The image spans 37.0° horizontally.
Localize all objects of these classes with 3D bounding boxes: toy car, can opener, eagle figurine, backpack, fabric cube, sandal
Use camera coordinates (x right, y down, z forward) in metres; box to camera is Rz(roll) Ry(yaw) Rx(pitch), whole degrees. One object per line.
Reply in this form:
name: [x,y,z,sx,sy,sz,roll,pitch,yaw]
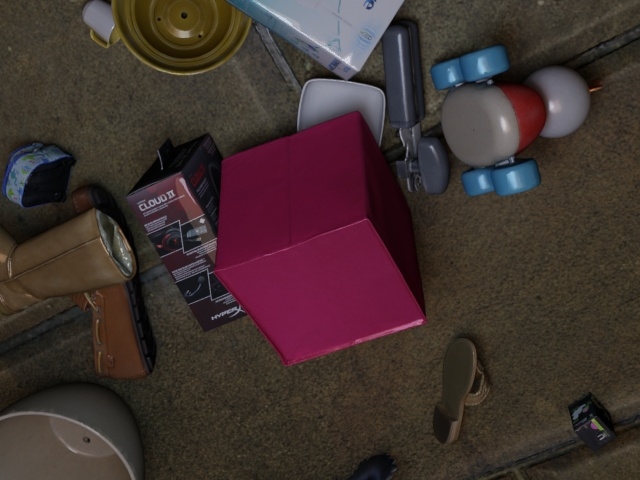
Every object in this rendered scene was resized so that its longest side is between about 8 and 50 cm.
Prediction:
toy car: [0.329,-0.207,1.502,0.238,0.210,0.219,-19,97,-15]
can opener: [0.162,-0.211,1.546,0.095,0.076,0.283,5,115,27]
eagle figurine: [0.029,0.554,1.813,0.298,0.225,0.226,-14,115,9]
backpack: [-0.497,-0.112,1.656,0.084,0.114,0.105,30,116,16]
fabric cube: [0.000,0.000,1.524,0.259,0.258,0.254,-18,133,15]
sandal: [0.272,0.270,1.757,0.079,0.088,0.240,-5,124,-25]

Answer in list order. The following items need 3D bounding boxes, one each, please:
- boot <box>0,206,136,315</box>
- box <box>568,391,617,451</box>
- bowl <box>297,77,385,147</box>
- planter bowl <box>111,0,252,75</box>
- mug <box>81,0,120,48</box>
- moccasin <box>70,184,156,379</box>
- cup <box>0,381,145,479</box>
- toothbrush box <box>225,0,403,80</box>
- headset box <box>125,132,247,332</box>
boot: [-0.467,-0.004,1.601,0.269,0.089,0.236,-19,110,26]
box: [0.493,0.329,1.735,0.052,0.083,0.062,-40,102,20]
bowl: [0.035,-0.201,1.585,0.142,0.053,0.142,8,113,3]
planter bowl: [-0.216,-0.364,1.511,0.217,0.090,0.217,0,92,-7]
mug: [-0.358,-0.357,1.566,0.064,0.062,0.078,33,107,1]
moccasin: [-0.398,0.082,1.725,0.147,0.139,0.380,-6,122,0]
cup: [-0.469,0.399,1.803,0.331,0.237,0.331,3,114,6]
toothbrush box: [-0.016,-0.411,1.426,0.295,0.126,0.216,33,89,-8]
headset box: [-0.198,-0.030,1.597,0.110,0.218,0.293,-23,108,15]
